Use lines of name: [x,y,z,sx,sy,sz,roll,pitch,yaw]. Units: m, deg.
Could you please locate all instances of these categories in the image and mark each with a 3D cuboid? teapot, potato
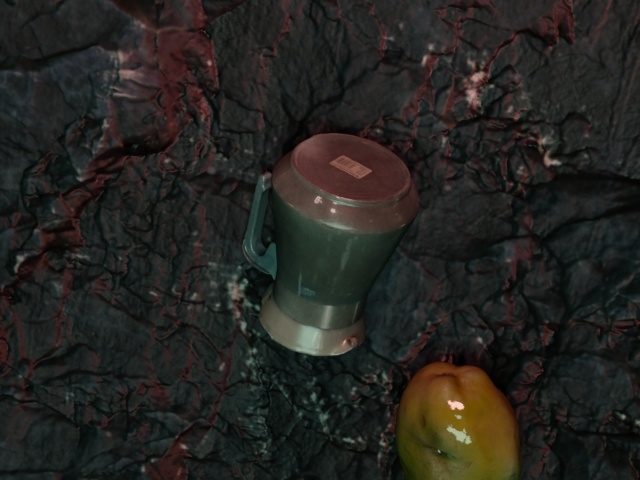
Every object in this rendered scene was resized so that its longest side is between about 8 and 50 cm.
teapot: [0.000,0.000,2.081,0.203,0.171,0.225,34,128,27]
potato: [0.166,0.245,2.171,0.155,0.137,0.200,2,117,8]
